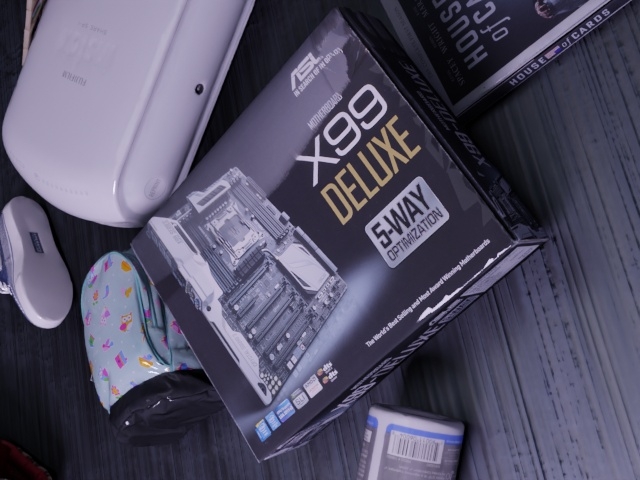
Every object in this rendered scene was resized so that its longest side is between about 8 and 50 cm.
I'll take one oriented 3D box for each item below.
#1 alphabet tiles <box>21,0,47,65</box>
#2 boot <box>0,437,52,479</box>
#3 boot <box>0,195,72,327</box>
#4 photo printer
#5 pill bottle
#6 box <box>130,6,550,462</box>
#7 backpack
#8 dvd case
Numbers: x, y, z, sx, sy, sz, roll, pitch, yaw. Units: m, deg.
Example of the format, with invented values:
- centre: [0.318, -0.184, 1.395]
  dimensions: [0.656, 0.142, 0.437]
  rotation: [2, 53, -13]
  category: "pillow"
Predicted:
- centre: [-0.291, -0.343, 1.099]
  dimensions: [0.198, 0.009, 0.237]
  rotation: [131, 158, -61]
  category: "alphabet tiles"
- centre: [-0.465, 0.351, 1.093]
  dimensions: [0.377, 0.138, 0.284]
  rotation: [16, 91, 35]
  category: "boot"
- centre: [-0.350, 0.043, 1.129]
  dimensions: [0.086, 0.069, 0.190]
  rotation: [-47, 47, 28]
  category: "boot"
- centre: [-0.224, -0.175, 1.047]
  dimensions: [0.256, 0.107, 0.308]
  rotation: [26, 96, 39]
  category: "photo printer"
- centre: [0.064, 0.203, 0.754]
  dimensions: [0.078, 0.078, 0.137]
  rotation: [8, 85, 39]
  category: "pill bottle"
- centre: [0.000, 0.000, 0.808]
  dimensions: [0.307, 0.076, 0.242]
  rotation: [-44, 69, 28]
  category: "box"
- centre: [-0.162, 0.093, 0.933]
  dimensions: [0.152, 0.115, 0.182]
  rotation: [-33, 59, 31]
  category: "backpack"
- centre: [0.167, -0.231, 0.807]
  dimensions: [0.238, 0.029, 0.179]
  rotation: [-36, 59, 25]
  category: "dvd case"
